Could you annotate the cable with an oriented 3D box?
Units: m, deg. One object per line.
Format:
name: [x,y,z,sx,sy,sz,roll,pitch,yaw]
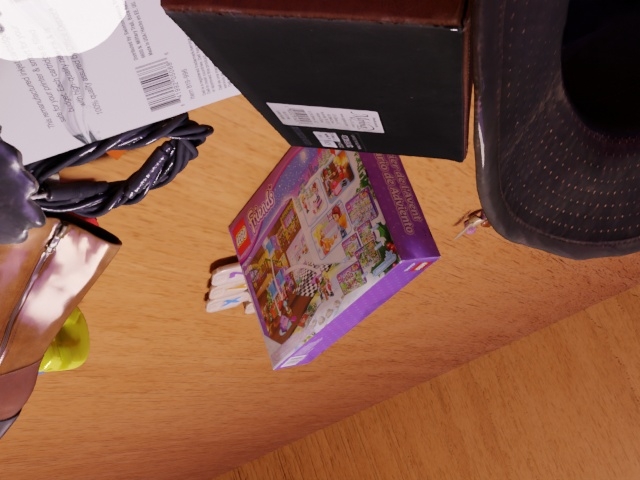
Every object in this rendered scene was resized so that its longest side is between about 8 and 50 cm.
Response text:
cable: [-0.182,-0.066,0.724,0.185,0.047,0.150,-18,159,-10]

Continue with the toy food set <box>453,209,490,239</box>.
toy food set: [0.277,-0.037,1.353,0.122,0.019,0.078,-17,161,-31]

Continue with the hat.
hat: [0.166,-0.158,0.425,0.331,0.134,0.331,-20,131,-24]

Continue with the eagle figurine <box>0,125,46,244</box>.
eagle figurine: [-0.344,-0.034,0.460,0.298,0.226,0.225,-15,136,-34]

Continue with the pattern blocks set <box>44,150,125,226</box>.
pattern blocks set: [-0.301,-0.073,0.699,0.285,0.026,0.325,-10,157,-28]

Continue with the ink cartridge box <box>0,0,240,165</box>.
ink cartridge box: [-0.164,-0.143,0.525,0.208,0.086,0.153,-20,148,-9]

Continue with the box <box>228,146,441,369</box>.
box: [0.000,0.000,0.920,0.057,0.200,0.293,-5,155,-34]

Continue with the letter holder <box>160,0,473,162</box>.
letter holder: [0.032,-0.192,0.534,0.152,0.214,0.302,6,175,11]

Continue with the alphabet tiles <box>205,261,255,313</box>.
alphabet tiles: [-0.040,0.043,1.245,0.278,0.021,0.284,-14,158,-18]

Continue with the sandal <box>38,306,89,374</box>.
sandal: [-0.429,0.131,0.966,0.138,0.126,0.317,-25,158,22]

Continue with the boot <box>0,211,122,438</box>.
boot: [-0.356,0.081,0.760,0.264,0.096,0.280,19,113,-42]
